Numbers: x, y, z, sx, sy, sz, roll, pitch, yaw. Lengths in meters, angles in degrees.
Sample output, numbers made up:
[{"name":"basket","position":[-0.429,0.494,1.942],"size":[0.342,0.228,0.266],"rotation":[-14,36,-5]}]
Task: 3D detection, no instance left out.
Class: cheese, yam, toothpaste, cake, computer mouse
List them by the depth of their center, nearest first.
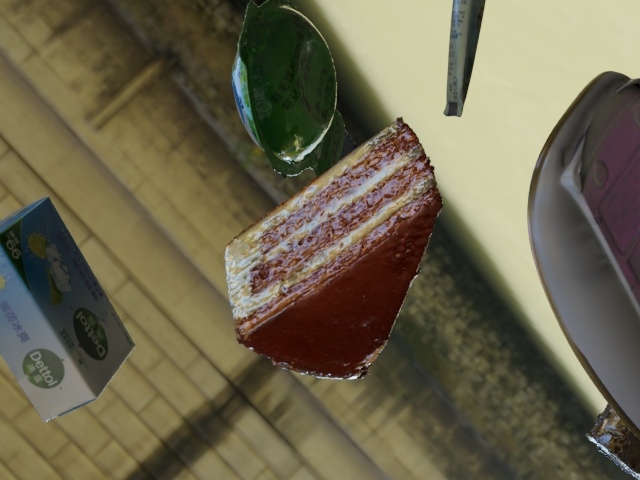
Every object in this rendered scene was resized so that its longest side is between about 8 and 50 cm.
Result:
[{"name":"computer mouse","position":[0.237,0.027,0.892],"size":[0.072,0.158,0.310],"rotation":[-2,130,49]},{"name":"cake","position":[0.000,0.000,1.248],"size":[0.158,0.160,0.262],"rotation":[-106,27,-44]},{"name":"toothpaste","position":[0.153,-0.236,1.290],"size":[0.037,0.216,0.062],"rotation":[6,-174,-8]},{"name":"cheese","position":[-0.022,-0.152,1.441],"size":[0.083,0.203,0.320],"rotation":[-2,150,23]},{"name":"yam","position":[0.523,0.231,1.911],"size":[0.131,0.279,0.131],"rotation":[31,174,3]}]

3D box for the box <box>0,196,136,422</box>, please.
[{"name":"box","position":[-0.286,0.069,1.288],"size":[0.194,0.073,0.139],"rotation":[61,-163,-13]}]
